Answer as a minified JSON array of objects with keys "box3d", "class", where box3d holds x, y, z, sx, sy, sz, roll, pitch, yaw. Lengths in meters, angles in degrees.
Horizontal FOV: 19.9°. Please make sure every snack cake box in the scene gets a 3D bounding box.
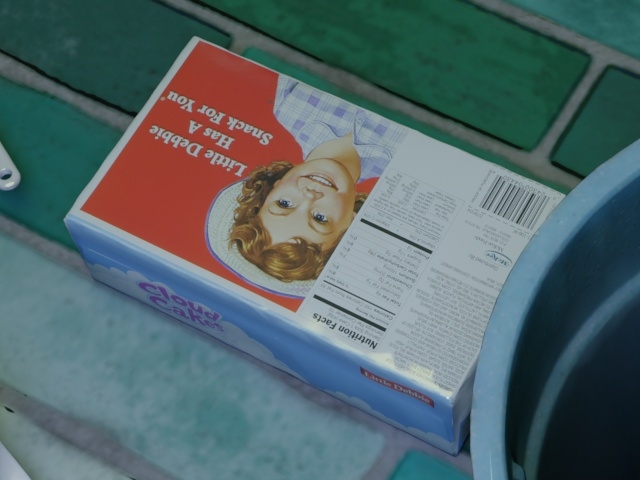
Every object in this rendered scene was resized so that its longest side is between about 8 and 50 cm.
[{"box3d":[0.000,0.000,1.105,0.264,0.089,0.152,25,68,18],"class":"snack cake box"}]

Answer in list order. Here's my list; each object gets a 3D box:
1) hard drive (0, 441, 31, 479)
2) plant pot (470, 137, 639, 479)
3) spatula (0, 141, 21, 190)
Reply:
[{"box3d":[-0.344,0.173,1.065,0.307,0.040,0.203,-37,65,-15],"class":"hard drive"},{"box3d":[0.243,0.159,0.856,0.341,0.334,0.341,-2,60,4],"class":"plant pot"},{"box3d":[-0.299,-0.087,1.199,0.168,0.019,0.242,-27,51,-13],"class":"spatula"}]
